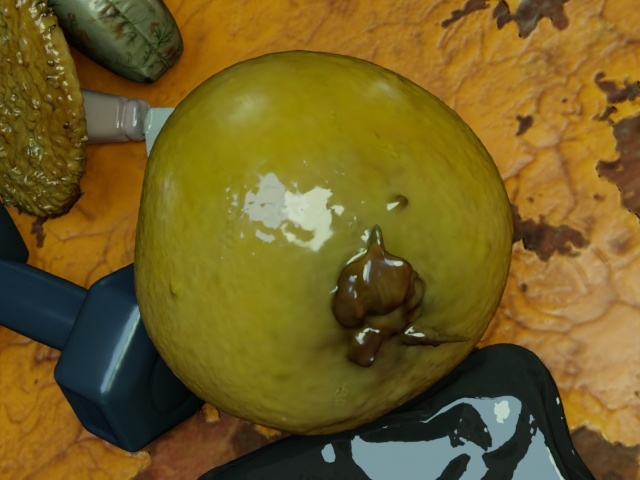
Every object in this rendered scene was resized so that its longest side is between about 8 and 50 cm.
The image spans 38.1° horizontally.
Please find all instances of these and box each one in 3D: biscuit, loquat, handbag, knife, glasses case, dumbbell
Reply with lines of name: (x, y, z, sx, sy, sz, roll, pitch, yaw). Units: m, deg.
biscuit: (-0.299, -0.141, 0.869, 0.254, 0.035, 0.254, 23, 125, 38)
loquat: (0.000, 0.000, 0.647, 0.275, 0.275, 0.274, -6, 73, 21)
handbag: (0.057, 0.213, 0.681, 0.332, 0.075, 0.191, -26, 68, 13)
knife: (-0.145, -0.101, 0.874, 0.336, 0.043, 0.081, 6, 84, 22)
glasses case: (-0.297, -0.296, 0.921, 0.425, 0.156, 0.098, 40, 84, 26)
dumbbell: (-0.246, 0.057, 0.812, 0.325, 0.144, 0.160, 18, 84, 26)
